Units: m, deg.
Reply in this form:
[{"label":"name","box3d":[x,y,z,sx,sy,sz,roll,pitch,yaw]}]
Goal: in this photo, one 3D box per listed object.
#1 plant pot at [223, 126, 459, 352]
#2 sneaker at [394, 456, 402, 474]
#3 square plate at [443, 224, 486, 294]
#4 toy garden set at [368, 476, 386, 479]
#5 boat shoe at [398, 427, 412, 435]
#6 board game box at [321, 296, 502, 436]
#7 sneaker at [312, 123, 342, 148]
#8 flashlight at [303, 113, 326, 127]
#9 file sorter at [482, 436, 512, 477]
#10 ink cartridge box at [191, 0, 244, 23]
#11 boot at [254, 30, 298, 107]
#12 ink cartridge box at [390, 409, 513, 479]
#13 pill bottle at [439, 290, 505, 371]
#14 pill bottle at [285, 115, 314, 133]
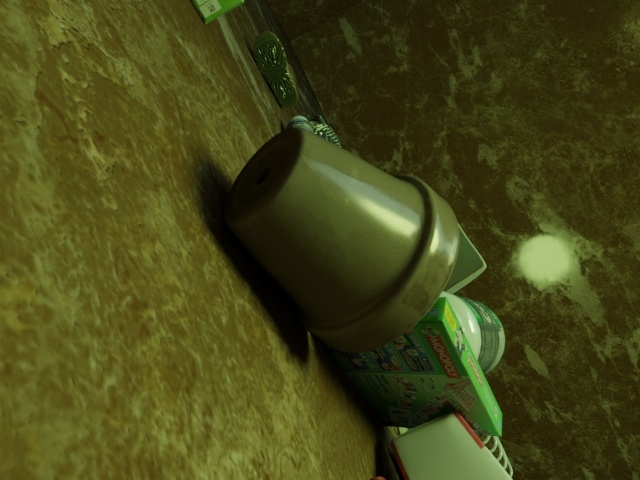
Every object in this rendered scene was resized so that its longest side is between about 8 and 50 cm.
[{"label":"plant pot","box3d":[0.007,-0.017,0.614,0.229,0.263,0.263,37,24,-31]},{"label":"sneaker","box3d":[0.202,0.458,0.820,0.237,0.085,0.086,62,18,0]},{"label":"square plate","box3d":[0.282,0.082,1.366,0.049,0.344,0.347,38,22,-27]},{"label":"toy garden set","box3d":[0.136,0.444,0.612,0.244,0.049,0.204,57,13,-36]},{"label":"boat shoe","box3d":[0.188,0.411,0.947,0.050,0.045,0.135,60,11,-23]},{"label":"board game box","box3d":[0.146,0.213,0.760,0.317,0.213,0.046,58,38,-34]},{"label":"sneaker","box3d":[0.030,-0.188,1.430,0.131,0.112,0.319,-177,-110,-71]},{"label":"flashlight","box3d":[0.017,-0.303,1.632,0.304,0.103,0.103,51,43,-55]},{"label":"file sorter","box3d":[0.361,0.511,1.222,0.278,0.173,0.193,56,13,-38]},{"label":"ink cartridge box","box3d":[-0.262,-0.604,0.960,0.255,0.097,0.189,58,12,-37]},{"label":"boot","box3d":[-0.138,-0.554,1.507,0.269,0.089,0.236,-96,168,-61]},{"label":"ink cartridge box","box3d":[0.232,0.439,0.664,0.306,0.131,0.226,64,-2,-7]},{"label":"pill bottle","box3d":[0.275,0.219,1.062,0.361,0.204,0.204,18,45,-56]},{"label":"pill bottle","box3d":[-0.055,-0.285,1.282,0.078,0.078,0.137,58,12,-34]}]
